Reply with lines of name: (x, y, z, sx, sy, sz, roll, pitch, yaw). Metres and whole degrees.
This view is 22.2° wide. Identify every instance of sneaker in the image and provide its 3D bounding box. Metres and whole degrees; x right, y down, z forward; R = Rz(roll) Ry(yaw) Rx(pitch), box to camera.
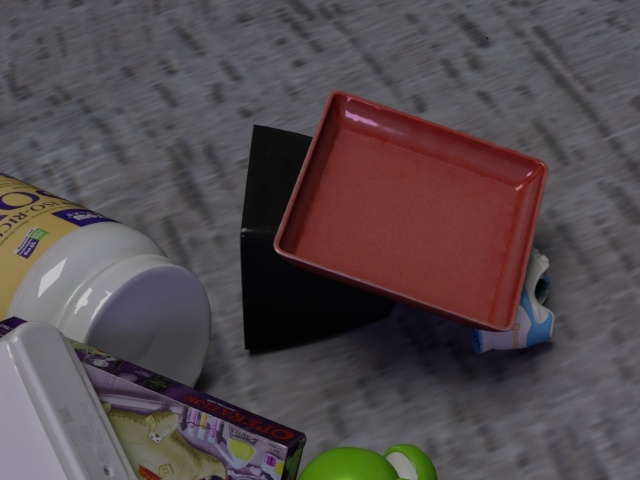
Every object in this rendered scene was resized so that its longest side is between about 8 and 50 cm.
sneaker: (0.204, 0.030, 1.808, 0.092, 0.087, 0.229, -4, 48, 1)

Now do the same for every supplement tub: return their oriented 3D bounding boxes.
supplement tub: (-0.309, 0.072, 1.811, 0.331, 0.241, 0.241, 21, 54, 35)

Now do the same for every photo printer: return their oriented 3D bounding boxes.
photo printer: (-0.329, 0.257, 1.582, 0.307, 0.107, 0.256, -32, 78, 27)

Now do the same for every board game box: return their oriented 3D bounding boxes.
board game box: (-0.193, 0.228, 1.603, 0.347, 0.208, 0.056, 19, 21, 22)

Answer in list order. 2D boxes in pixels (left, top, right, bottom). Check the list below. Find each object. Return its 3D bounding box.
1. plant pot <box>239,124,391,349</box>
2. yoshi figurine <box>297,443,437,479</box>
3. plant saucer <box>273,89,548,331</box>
plant pot: (0.000, 0.000, 1.843, 0.167, 0.188, 0.187, 3, 44, 1)
yoshi figurine: (0.066, 0.318, 1.463, 0.203, 0.203, 0.362, -23, 39, 4)
plant saucer: (0.098, -0.024, 1.741, 0.258, 0.048, 0.259, 19, 47, 0)
